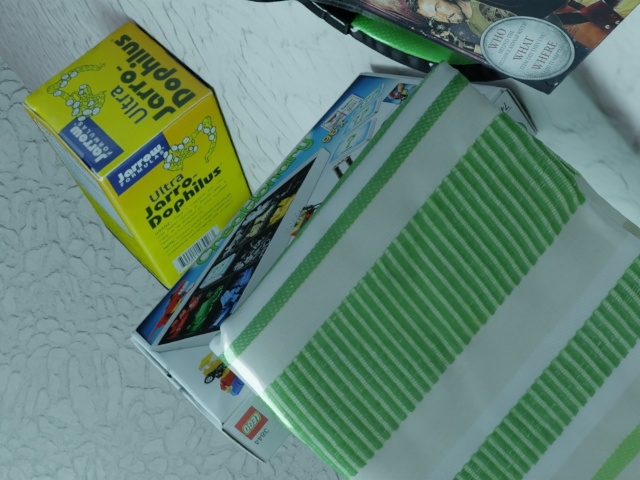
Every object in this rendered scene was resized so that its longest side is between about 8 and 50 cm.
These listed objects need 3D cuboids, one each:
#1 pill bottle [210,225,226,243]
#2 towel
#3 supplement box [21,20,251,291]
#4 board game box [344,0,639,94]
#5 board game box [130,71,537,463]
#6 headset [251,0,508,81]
[{"bbox_3d":[-0.062,0.053,1.379,0.208,0.117,0.117,52,165,-12],"label":"pill bottle"},{"bbox_3d":[0.123,0.080,0.576,0.325,0.248,0.038,39,-178,-6],"label":"towel"},{"bbox_3d":[-0.251,-0.110,1.361,0.194,0.195,0.356,42,164,25],"label":"supplement box"},{"bbox_3d":[0.079,-0.164,0.343,0.165,0.042,0.243,23,154,-7],"label":"board game box"},{"bbox_3d":[0.000,0.000,0.693,0.053,0.305,0.193,46,169,-30],"label":"board game box"},{"bbox_3d":[-0.037,-0.213,0.500,0.394,0.185,0.243,37,164,1],"label":"headset"}]
